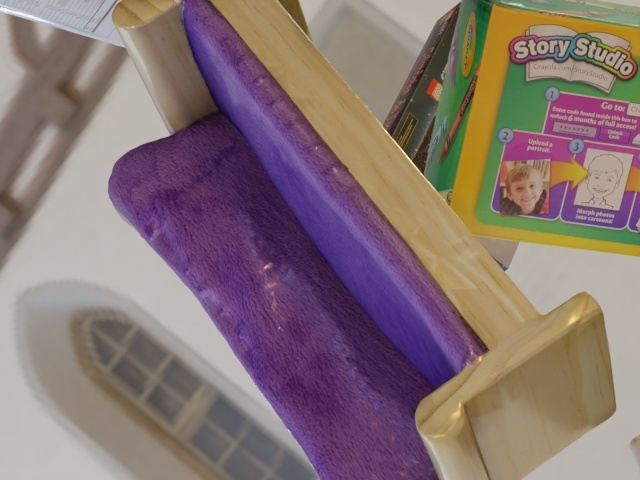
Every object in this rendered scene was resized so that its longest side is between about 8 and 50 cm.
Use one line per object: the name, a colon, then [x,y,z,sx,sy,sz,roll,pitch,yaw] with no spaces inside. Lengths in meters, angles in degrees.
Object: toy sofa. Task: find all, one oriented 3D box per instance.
toy sofa: [0.000,0.000,0.971,0.177,0.362,0.150,-33,-31,-7]

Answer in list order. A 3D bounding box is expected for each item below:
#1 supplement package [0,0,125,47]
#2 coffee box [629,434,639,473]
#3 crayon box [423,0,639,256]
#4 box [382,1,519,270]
supplement package: [-0.152,-0.289,1.291,0.198,0.263,0.199,-40,41,55]
coffee box: [0.470,0.235,1.040,0.338,0.337,0.334,-37,-45,24]
crayon box: [0.225,-0.077,1.145,0.081,0.278,0.165,-107,26,-68]
box: [0.143,-0.096,1.540,0.044,0.159,0.233,-36,21,51]
